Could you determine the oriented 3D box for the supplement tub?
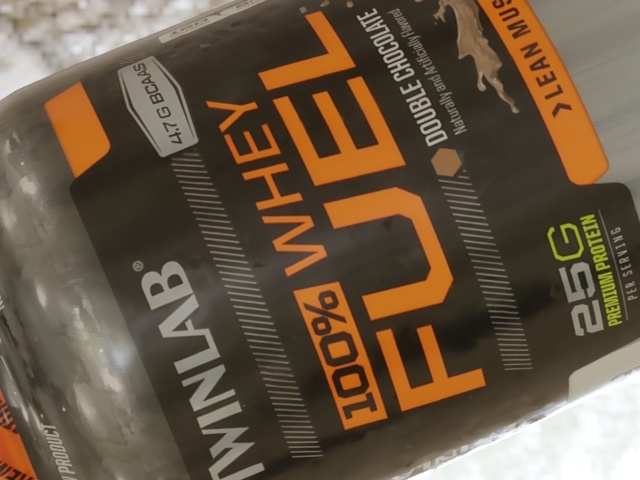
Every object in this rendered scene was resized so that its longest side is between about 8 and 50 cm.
[{"bbox_3d":[0.000,0.000,0.726,0.338,0.207,0.207,-24,-175,-7],"label":"supplement tub"}]
